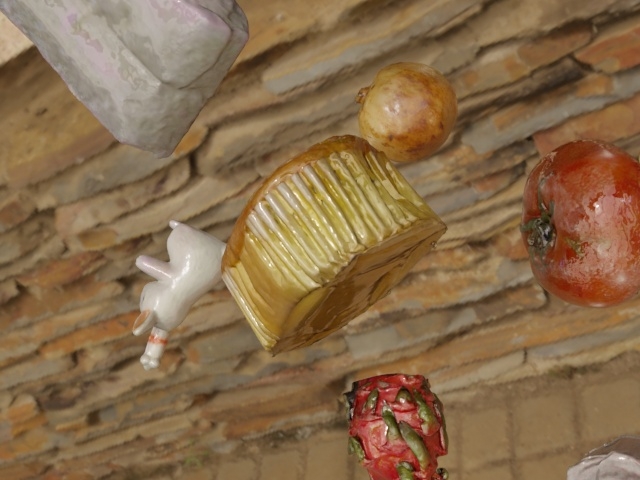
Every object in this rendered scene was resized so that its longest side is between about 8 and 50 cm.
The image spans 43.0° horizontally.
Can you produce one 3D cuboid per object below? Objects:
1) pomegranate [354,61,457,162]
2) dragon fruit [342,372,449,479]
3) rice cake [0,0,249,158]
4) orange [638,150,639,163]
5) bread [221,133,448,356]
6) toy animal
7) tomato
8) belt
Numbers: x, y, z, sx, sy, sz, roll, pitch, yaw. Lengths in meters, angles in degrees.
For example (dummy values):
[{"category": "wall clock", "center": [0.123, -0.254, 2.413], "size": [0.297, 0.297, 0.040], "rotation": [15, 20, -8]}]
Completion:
[{"category": "pomegranate", "center": [0.189, -0.291, 1.831], "size": [0.248, 0.248, 0.248], "rotation": [-25, 40, 23]}, {"category": "dragon fruit", "center": [0.112, 0.286, 1.183], "size": [0.166, 0.160, 0.172], "rotation": [126, 140, -67]}, {"category": "rice cake", "center": [-0.167, -0.183, 0.454], "size": [0.106, 0.298, 0.050], "rotation": [-47, -5, 37]}, {"category": "orange", "center": [0.606, -0.156, 1.434], "size": [0.086, 0.062, 0.086], "rotation": [-23, 55, 37]}, {"category": "bread", "center": [0.000, 0.000, 0.915], "size": [0.204, 0.288, 0.156], "rotation": [-25, 73, -24]}, {"category": "toy animal", "center": [-0.292, 0.097, 1.555], "size": [0.138, 0.140, 0.282], "rotation": [35, 82, 34]}, {"category": "tomato", "center": [0.333, -0.020, 1.074], "size": [0.095, 0.237, 0.237], "rotation": [-1, 37, -14]}, {"category": "belt", "center": [0.405, 0.322, 0.986], "size": [0.200, 0.124, 0.128], "rotation": [24, 102, 28]}]
